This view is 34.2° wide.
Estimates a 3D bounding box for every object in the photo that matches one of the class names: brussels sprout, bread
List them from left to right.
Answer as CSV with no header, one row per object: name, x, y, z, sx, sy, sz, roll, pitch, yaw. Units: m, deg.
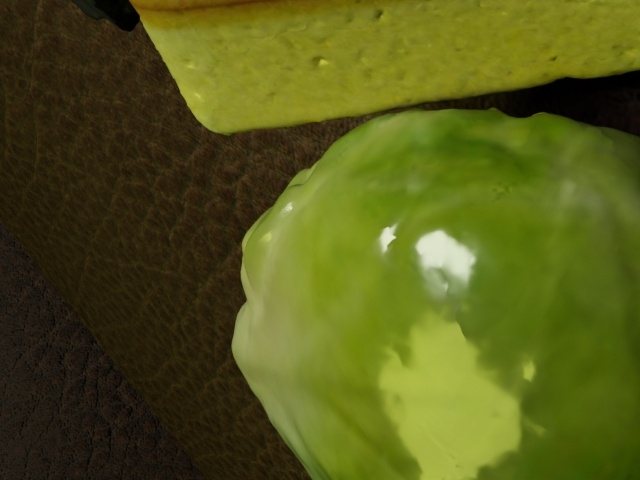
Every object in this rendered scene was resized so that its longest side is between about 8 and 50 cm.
bread,0.069,-0.216,0.556,0.362,0.245,0.233,-2,142,22
brussels sprout,0.113,0.060,0.644,0.344,0.268,0.344,27,130,38

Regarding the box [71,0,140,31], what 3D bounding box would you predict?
box,-0.294,-0.342,0.860,0.350,0.091,0.359,42,179,15
